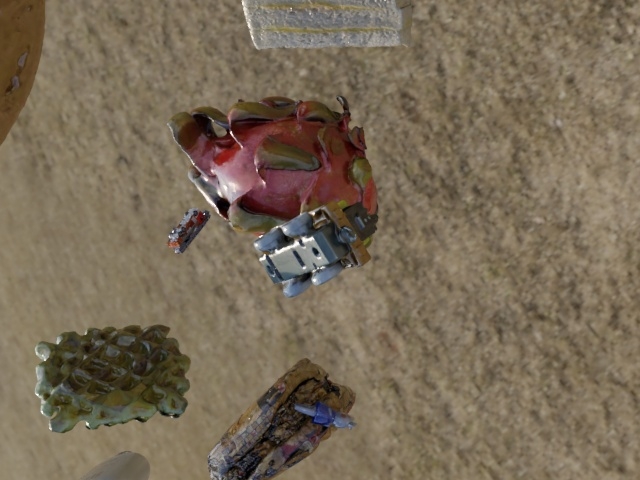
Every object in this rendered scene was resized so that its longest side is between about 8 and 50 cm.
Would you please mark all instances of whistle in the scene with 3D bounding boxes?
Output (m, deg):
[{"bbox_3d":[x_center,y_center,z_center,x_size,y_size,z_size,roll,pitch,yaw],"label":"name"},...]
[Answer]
[{"bbox_3d":[0.006,0.224,1.346,0.033,0.083,0.029,-102,31,-77],"label":"whistle"}]

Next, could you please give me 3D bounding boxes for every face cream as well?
[{"bbox_3d":[-0.321,0.370,1.549,0.071,0.144,0.291,58,-179,0],"label":"face cream"}]

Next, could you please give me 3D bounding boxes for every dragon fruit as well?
[{"bbox_3d":[-0.054,-0.101,1.519,0.307,0.243,0.227,53,155,29],"label":"dragon fruit"}]

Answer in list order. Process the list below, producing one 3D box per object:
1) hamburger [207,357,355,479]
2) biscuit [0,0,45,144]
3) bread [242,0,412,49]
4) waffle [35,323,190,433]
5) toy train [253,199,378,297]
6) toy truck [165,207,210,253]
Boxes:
[{"bbox_3d":[-0.057,0.260,1.446,0.107,0.231,0.231,46,144,1],"label":"hamburger"},{"bbox_3d":[-0.229,-0.120,0.423,0.044,0.202,0.289,35,167,40],"label":"biscuit"},{"bbox_3d":[0.008,-0.238,1.104,0.152,0.105,0.077,28,141,37],"label":"bread"},{"bbox_3d":[-0.297,0.185,1.503,0.204,0.223,0.054,-119,27,-55],"label":"waffle"},{"bbox_3d":[0.000,0.000,1.317,0.089,0.127,0.219,57,148,-6],"label":"toy train"},{"bbox_3d":[-0.186,-0.017,1.477,0.024,0.083,0.032,-11,127,42],"label":"toy truck"}]
